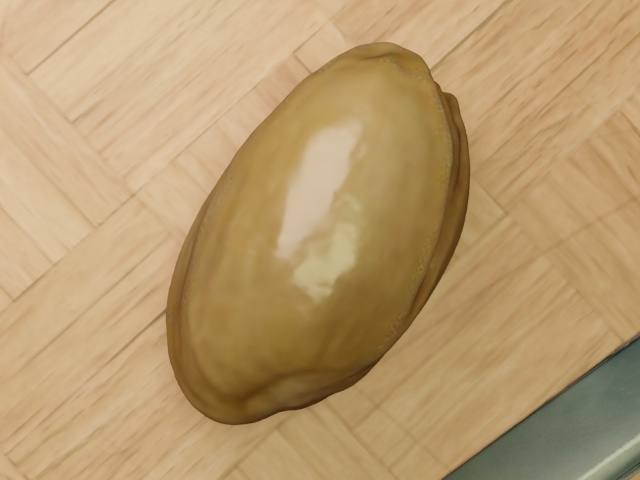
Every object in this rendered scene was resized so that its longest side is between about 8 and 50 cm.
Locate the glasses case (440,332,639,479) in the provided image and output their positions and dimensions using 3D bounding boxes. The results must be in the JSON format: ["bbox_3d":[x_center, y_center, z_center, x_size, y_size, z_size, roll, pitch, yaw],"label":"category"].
[{"bbox_3d":[0.182,0.170,1.058,0.266,0.105,0.056,-35,116,-6],"label":"glasses case"}]

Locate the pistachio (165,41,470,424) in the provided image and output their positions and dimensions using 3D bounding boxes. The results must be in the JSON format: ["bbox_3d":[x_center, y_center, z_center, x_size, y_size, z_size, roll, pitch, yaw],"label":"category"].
[{"bbox_3d":[0.000,0.000,1.011,0.182,0.162,0.293,27,87,32],"label":"pistachio"}]
